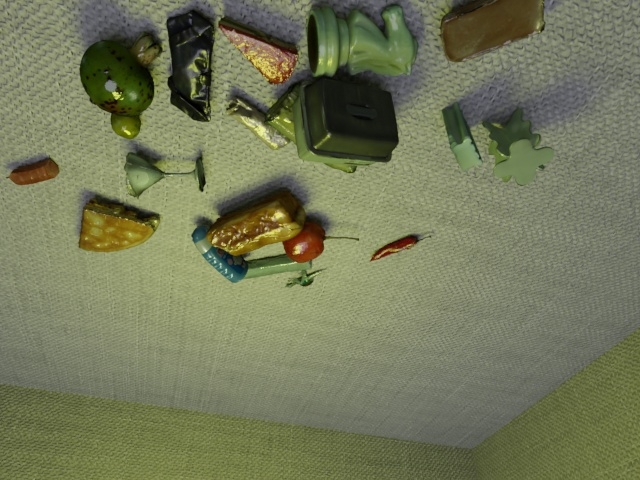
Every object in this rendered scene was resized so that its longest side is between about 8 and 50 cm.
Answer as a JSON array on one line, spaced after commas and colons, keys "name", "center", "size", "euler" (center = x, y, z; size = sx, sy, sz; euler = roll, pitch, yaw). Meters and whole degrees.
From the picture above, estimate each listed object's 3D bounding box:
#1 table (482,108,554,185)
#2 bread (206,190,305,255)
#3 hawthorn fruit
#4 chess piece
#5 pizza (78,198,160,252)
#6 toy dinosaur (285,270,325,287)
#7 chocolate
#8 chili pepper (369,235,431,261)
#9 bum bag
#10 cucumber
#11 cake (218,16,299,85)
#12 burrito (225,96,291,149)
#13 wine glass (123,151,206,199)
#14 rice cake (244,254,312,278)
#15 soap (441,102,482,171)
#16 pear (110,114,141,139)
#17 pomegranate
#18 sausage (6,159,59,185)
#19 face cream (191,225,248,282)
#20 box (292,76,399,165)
[{"name": "table", "center": [0.579, -0.288, 1.309], "size": [0.166, 0.198, 0.166], "euler": [0, 134, 0]}, {"name": "bread", "center": [-0.227, -0.049, 1.561], "size": [0.344, 0.195, 0.149], "euler": [-19, 110, 19]}, {"name": "hawthorn fruit", "center": [0.000, 0.000, 1.625], "size": [0.285, 0.165, 0.165], "euler": [-6, 133, 8]}, {"name": "chess piece", "center": [0.119, -0.522, 1.149], "size": [0.298, 0.176, 0.176], "euler": [-6, 135, -12]}, {"name": "pizza", "center": [-0.773, -0.028, 1.662], "size": [0.257, 0.087, 0.268], "euler": [18, 132, -21]}, {"name": "toy dinosaur", "center": [-0.065, 0.173, 1.875], "size": [0.187, 0.044, 0.106], "euler": [-15, 146, -2]}, {"name": "chocolate", "center": [0.433, -0.572, 1.123], "size": [0.261, 0.083, 0.161], "euler": [-14, 149, 15]}, {"name": "chili pepper", "center": [0.309, 0.026, 1.722], "size": [0.268, 0.059, 0.050], "euler": [-22, 91, 24]}, {"name": "bum bag", "center": [-0.367, -0.484, 1.227], "size": [0.137, 0.074, 0.310], "euler": [16, 126, 3]}, {"name": "cucumber", "center": [-0.010, -0.333, 1.348], "size": [0.325, 0.145, 0.105], "euler": [32, 171, -28]}, {"name": "cake", "center": [-0.176, -0.509, 1.189], "size": [0.220, 0.086, 0.117], "euler": [14, 130, -13]}, {"name": "burrito", "center": [-0.193, -0.360, 1.350], "size": [0.226, 0.060, 0.087], "euler": [32, 125, -27]}, {"name": "wine glass", "center": [-0.508, -0.219, 1.442], "size": [0.232, 0.156, 0.156], "euler": [-1, 134, -4]}, {"name": "rice cake", "center": [-0.201, 0.106, 1.793], "size": [0.336, 0.063, 0.066], "euler": [-10, 130, 10]}, {"name": "soap", "center": [0.416, -0.308, 1.294], "size": [0.063, 0.198, 0.114], "euler": [-24, 128, 25]}, {"name": "pear", "center": [-0.600, -0.362, 1.338], "size": [0.092, 0.092, 0.097], "euler": [-37, 106, 30]}, {"name": "pomegranate", "center": [-0.536, -0.460, 1.191], "size": [0.248, 0.202, 0.202], "euler": [-41, 125, 0]}, {"name": "sausage", "center": [-0.987, -0.227, 1.489], "size": [0.169, 0.065, 0.065], "euler": [-11, 133, 12]}, {"name": "face cream", "center": [-0.391, 0.045, 1.679], "size": [0.083, 0.149, 0.264], "euler": [-28, 123, 20]}, {"name": "box", "center": [0.070, -0.325, 1.217], "size": [0.290, 0.221, 0.166], "euler": [-1, 168, -30]}]
